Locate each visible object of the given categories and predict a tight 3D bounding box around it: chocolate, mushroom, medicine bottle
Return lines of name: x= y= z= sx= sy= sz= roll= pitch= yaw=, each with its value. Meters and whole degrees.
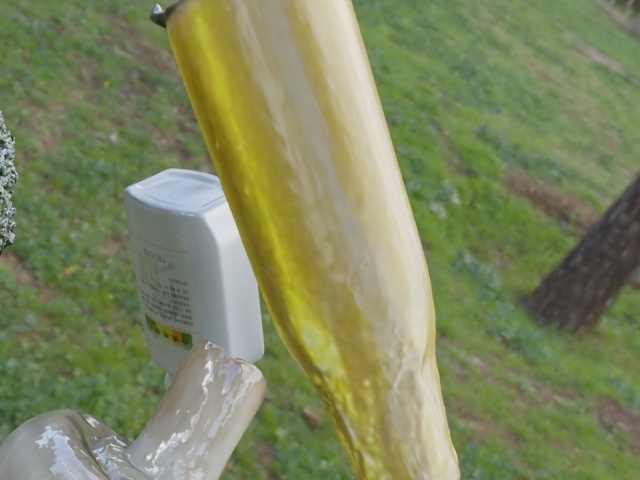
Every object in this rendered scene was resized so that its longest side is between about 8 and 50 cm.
chocolate: x=0.000 y=0.000 z=0.981 sx=0.162 sy=0.162 sz=0.445 roll=-11 pitch=83 yaw=-61
mushroom: x=-0.106 y=0.167 z=0.780 sx=0.207 sy=0.215 sz=0.207 roll=33 pitch=-4 yaw=2
medicine bottle: x=-0.162 y=0.078 z=1.595 sx=0.179 sy=0.324 sz=0.124 roll=18 pitch=33 yaw=38

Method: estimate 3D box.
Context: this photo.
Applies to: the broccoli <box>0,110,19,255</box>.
broccoli: x=-0.467 y=-0.074 z=1.197 sx=0.361 sy=0.252 sz=0.221 roll=34 pitch=13 yaw=23
